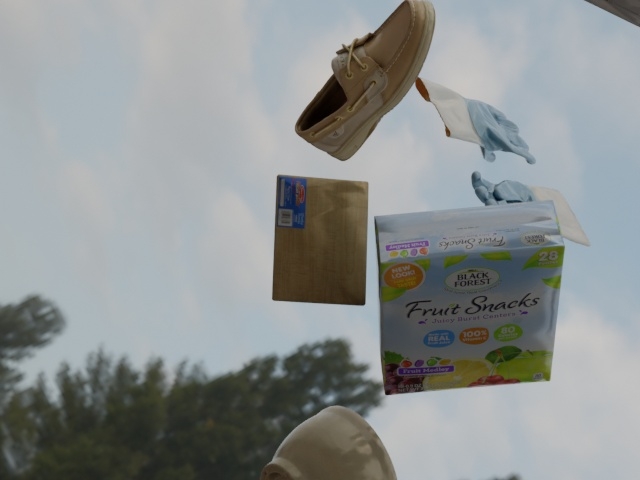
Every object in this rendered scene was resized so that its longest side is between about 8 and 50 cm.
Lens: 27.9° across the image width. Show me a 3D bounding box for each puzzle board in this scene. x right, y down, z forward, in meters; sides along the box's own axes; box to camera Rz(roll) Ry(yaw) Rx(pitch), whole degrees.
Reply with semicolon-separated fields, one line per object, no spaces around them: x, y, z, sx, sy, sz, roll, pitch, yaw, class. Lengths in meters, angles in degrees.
0.000;0.000;1.298;0.011;0.096;0.128;147;-55;-73;puzzle board

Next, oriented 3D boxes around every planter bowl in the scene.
0.000;0.286;1.496;0.162;0.109;0.162;28;-53;45;planter bowl

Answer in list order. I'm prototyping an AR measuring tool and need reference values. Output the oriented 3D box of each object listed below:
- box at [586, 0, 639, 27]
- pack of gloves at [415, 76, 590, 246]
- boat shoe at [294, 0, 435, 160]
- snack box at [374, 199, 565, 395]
0.270;-0.280;1.099;0.145;0.186;0.038;34;-16;28;box
0.196;-0.075;1.459;0.046;0.232;0.195;-37;-115;27;pack of gloves
0.034;-0.136;1.077;0.170;0.059;0.063;-55;-150;35;boat shoe
0.142;0.060;1.269;0.207;0.174;0.070;84;1;-45;snack box
